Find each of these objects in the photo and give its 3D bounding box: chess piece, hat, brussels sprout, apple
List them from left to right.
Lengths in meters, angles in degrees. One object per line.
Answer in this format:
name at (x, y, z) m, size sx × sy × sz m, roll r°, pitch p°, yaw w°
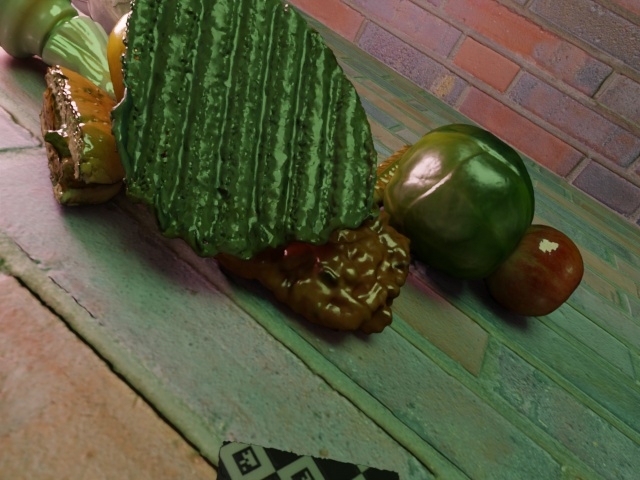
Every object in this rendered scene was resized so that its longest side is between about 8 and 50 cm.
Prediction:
chess piece at (-0.439, -0.349, 0.860) m, size 0.298 × 0.176 × 0.176 m, roll 37°, pitch 29°, yaw -14°
hat at (-0.486, -0.554, 1.107) m, size 0.274 × 0.161 × 0.232 m, roll 20°, pitch 25°, yaw 31°
brussels sprout at (0.291, -0.085, 0.940) m, size 0.289 × 0.282 × 0.354 m, roll 37°, pitch 20°, yaw 24°
apple at (0.450, 0.063, 0.963) m, size 0.164 × 0.209 × 0.209 m, roll 42°, pitch 31°, yaw -1°

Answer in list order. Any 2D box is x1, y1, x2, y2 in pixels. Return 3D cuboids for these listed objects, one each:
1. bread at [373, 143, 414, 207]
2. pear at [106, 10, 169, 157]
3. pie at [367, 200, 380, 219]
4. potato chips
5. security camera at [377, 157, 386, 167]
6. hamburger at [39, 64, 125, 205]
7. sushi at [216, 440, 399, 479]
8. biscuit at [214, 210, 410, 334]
bread at (0.166, -0.151, 1.092) m, size 0.084 × 0.077 × 0.367 m, roll 42°, pitch 42°, yaw 7°
pear at (-0.205, -0.258, 0.805) m, size 0.284 × 0.337 × 0.285 m, roll -8°, pitch 42°, yaw 7°
pie at (0.065, -0.065, 0.774) m, size 0.084 × 0.020 × 0.084 m, roll 24°, pitch 28°, yaw -14°
potato chips at (-0.091, -0.183, 0.628) m, size 0.358 × 0.070 × 0.430 m, roll 7°, pitch 73°, yaw -20°
security camera at (0.274, -0.157, 1.245) m, size 0.301 × 0.080 × 0.157 m, roll 40°, pitch 33°, yaw 21°
hamburger at (-0.336, -0.153, 0.666) m, size 0.130 × 0.124 × 0.262 m, roll 2°, pitch 42°, yaw -39°
sushi at (0.012, 0.290, 0.397) m, size 0.219 × 0.047 × 0.231 m, roll 20°, pitch 32°, yaw -18°
biscuit at (0.000, 0.000, 0.748) m, size 0.312 × 0.111 × 0.318 m, roll 32°, pitch 30°, yaw 0°
